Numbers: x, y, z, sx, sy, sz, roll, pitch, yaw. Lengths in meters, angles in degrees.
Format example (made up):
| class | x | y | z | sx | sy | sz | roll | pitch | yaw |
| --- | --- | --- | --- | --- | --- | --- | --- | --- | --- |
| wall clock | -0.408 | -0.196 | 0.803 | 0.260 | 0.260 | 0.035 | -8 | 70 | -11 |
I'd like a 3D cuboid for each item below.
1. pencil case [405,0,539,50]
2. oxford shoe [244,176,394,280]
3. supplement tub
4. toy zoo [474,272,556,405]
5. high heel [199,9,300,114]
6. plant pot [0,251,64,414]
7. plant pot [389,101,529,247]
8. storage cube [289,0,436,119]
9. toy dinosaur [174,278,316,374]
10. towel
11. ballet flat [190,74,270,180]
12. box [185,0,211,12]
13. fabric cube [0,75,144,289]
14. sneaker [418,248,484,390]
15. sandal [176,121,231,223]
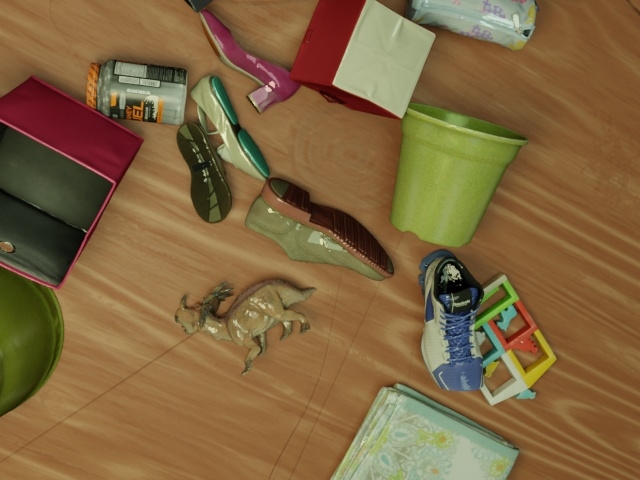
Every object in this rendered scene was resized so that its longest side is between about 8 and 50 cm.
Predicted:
| class | x | y | z | sx | sy | sz | roll | pitch | yaw |
| --- | --- | --- | --- | --- | --- | --- | --- | --- | --- |
| pencil case | 0.318 | -0.485 | 1.734 | 0.273 | 0.124 | 0.113 | 12 | 135 | -10 |
| oxford shoe | 0.000 | 0.000 | 1.761 | 0.348 | 0.123 | 0.130 | 33 | 117 | -14 |
| supplement tub | -0.365 | -0.297 | 1.634 | 0.191 | 0.117 | 0.116 | 5 | 96 | -10 |
| toy zoo | 0.419 | 0.247 | 1.895 | 0.192 | 0.030 | 0.293 | -35 | 102 | -4 |
| high heel | -0.143 | -0.388 | 1.682 | 0.117 | 0.082 | 0.244 | -37 | 101 | -6 |
| plant pot | -0.688 | 0.212 | 1.522 | 0.367 | 0.353 | 0.366 | -1 | 98 | -11 |
| plant pot | 0.264 | -0.132 | 1.719 | 0.276 | 0.276 | 0.253 | 12 | 107 | -12 |
| storage cube | 0.083 | -0.373 | 1.645 | 0.184 | 0.193 | 0.214 | 21 | 94 | -31 |
| toy dinosaur | -0.147 | 0.146 | 1.736 | 0.296 | 0.127 | 0.200 | -33 | 95 | -10 |
| towel | 0.232 | 0.535 | 1.873 | 0.375 | 0.090 | 0.320 | 29 | 95 | -13 |
| ballet flat | -0.194 | -0.223 | 1.704 | 0.086 | 0.086 | 0.248 | -29 | 100 | -6 |
| box | -0.209 | -0.649 | 1.486 | 0.312 | 0.343 | 0.179 | -41 | 74 | -3 |
| fabric cube | -0.519 | -0.113 | 1.526 | 0.254 | 0.258 | 0.259 | 28 | 111 | -13 |
| sneaker | 0.281 | 0.171 | 1.754 | 0.128 | 0.182 | 0.315 | -8 | 86 | -2 |
| sandal | -0.238 | -0.144 | 1.706 | 0.090 | 0.060 | 0.219 | -15 | 104 | 21 |
